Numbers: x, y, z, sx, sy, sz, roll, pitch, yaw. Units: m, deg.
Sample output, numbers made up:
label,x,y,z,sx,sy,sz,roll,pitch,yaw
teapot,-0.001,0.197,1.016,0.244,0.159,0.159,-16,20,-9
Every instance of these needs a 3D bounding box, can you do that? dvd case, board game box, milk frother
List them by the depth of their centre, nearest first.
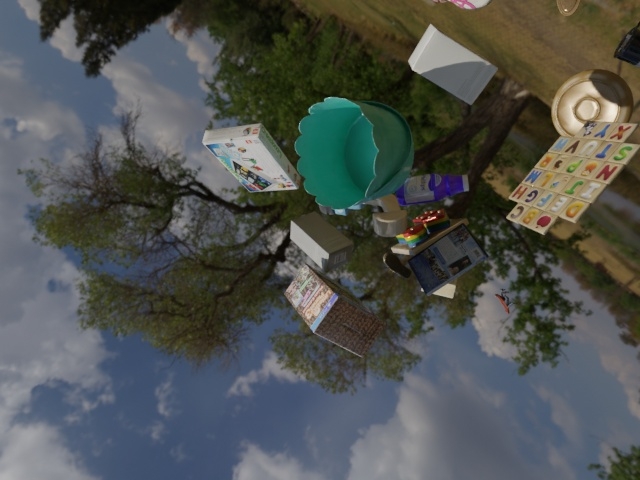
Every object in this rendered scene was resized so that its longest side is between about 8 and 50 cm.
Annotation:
label,x,y,z,sx,sy,sz,roll,pitch,yaw
milk frother,0.890,-0.534,1.197,0.135,0.143,0.129,26,-129,4
board game box,-0.209,-0.252,1.440,0.305,0.193,0.053,50,-137,-59
board game box,0.043,0.236,1.568,0.232,0.141,0.291,33,-177,-30
dvd case,0.452,0.067,1.628,0.022,0.253,0.180,40,-160,-38

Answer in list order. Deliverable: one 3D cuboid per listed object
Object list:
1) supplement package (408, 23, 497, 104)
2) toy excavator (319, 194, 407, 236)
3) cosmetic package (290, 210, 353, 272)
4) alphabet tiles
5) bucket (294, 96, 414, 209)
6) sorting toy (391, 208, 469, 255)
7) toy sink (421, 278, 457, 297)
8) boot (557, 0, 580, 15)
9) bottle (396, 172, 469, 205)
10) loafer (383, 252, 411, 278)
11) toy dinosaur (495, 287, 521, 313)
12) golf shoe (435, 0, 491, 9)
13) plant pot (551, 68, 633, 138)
label,x,y,z,sx,sy,sz,roll,pitch,yaw
supplement package,0.322,-0.435,1.113,0.179,0.105,0.105,26,-149,-12
toy excavator,0.182,-0.203,1.878,0.445,0.222,0.433,8,-139,24
cosmetic package,0.000,0.000,1.719,0.127,0.107,0.238,-22,-135,-30
alphabet tiles,0.653,-0.173,1.194,0.011,0.342,0.285,35,-171,-18
bucket,0.091,-0.223,1.152,0.183,0.281,0.281,-14,-128,-45
sorting toy,0.429,-0.045,1.860,0.089,0.257,0.255,61,171,-7
toy sink,0.587,0.133,2.165,0.153,0.131,0.234,13,-124,17
boot,0.808,-0.787,1.423,0.073,0.197,0.152,5,-178,42
bottle,0.451,-0.213,1.826,0.092,0.283,0.118,60,-150,-49
loafer,0.292,0.099,1.764,0.148,0.056,0.050,43,171,-23
toy dinosaur,0.551,0.187,1.358,0.090,0.082,0.047,-10,-165,-17
golf shoe,0.396,-0.706,1.277,0.186,0.067,0.086,16,-175,12
plant pot,0.840,-0.411,1.414,0.032,0.236,0.236,-22,-122,-36
